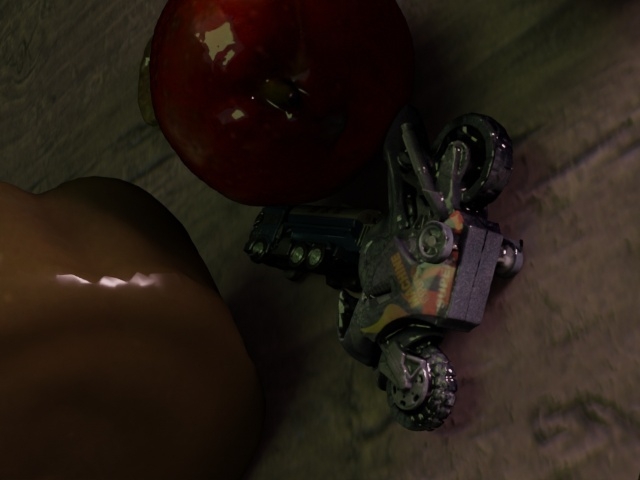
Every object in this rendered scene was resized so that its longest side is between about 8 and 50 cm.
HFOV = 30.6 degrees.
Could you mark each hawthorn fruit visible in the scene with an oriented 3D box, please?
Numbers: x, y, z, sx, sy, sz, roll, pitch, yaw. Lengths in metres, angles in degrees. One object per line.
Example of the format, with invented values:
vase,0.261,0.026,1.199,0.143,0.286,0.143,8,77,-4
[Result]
hawthorn fruit,-0.037,-0.166,1.192,0.285,0.284,0.369,-63,6,9

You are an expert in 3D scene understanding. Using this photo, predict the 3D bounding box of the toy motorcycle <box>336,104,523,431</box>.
toy motorcycle,0.094,0.022,1.122,0.173,0.108,0.307,13,90,52

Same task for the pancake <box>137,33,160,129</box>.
pancake,-0.195,-0.260,1.672,0.236,0.042,0.222,34,105,54

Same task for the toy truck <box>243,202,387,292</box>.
toy truck,0.000,0.000,1.280,0.201,0.074,0.088,6,74,52

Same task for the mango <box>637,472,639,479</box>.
mango,0.355,0.142,0.667,0.382,0.201,0.225,-28,43,38

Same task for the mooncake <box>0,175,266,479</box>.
mooncake,-0.301,0.159,1.274,0.467,0.467,0.262,-59,38,14
